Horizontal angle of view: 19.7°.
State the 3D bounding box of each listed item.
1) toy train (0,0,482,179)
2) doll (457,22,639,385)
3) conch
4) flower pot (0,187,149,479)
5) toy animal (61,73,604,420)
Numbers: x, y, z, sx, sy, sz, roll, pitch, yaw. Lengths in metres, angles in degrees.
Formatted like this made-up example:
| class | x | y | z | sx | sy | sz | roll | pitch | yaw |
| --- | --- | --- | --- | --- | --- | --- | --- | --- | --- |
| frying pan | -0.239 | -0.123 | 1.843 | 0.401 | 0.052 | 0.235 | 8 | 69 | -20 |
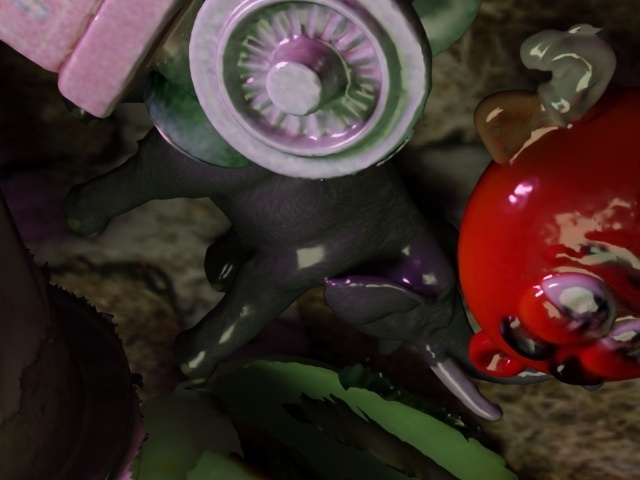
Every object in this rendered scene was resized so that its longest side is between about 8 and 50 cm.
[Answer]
| class | x | y | z | sx | sy | sz | roll | pitch | yaw |
| --- | --- | --- | --- | --- | --- | --- | --- | --- | --- |
| toy train | -0.009 | -0.167 | 0.620 | 0.221 | 0.150 | 0.304 | 36 | 122 | -4 |
| doll | 0.135 | -0.020 | 0.743 | 0.217 | 0.085 | 0.183 | -41 | 117 | 14 |
| conch | 0.004 | 0.129 | 0.899 | 0.251 | 0.143 | 0.137 | 2 | 175 | -8 |
| flower pot | -0.225 | -0.004 | 0.728 | 0.290 | 0.290 | 0.259 | -3 | 119 | 12 |
| toy animal | -0.006 | 0.005 | 0.812 | 0.137 | 0.082 | 0.269 | -27 | 121 | 31 |
